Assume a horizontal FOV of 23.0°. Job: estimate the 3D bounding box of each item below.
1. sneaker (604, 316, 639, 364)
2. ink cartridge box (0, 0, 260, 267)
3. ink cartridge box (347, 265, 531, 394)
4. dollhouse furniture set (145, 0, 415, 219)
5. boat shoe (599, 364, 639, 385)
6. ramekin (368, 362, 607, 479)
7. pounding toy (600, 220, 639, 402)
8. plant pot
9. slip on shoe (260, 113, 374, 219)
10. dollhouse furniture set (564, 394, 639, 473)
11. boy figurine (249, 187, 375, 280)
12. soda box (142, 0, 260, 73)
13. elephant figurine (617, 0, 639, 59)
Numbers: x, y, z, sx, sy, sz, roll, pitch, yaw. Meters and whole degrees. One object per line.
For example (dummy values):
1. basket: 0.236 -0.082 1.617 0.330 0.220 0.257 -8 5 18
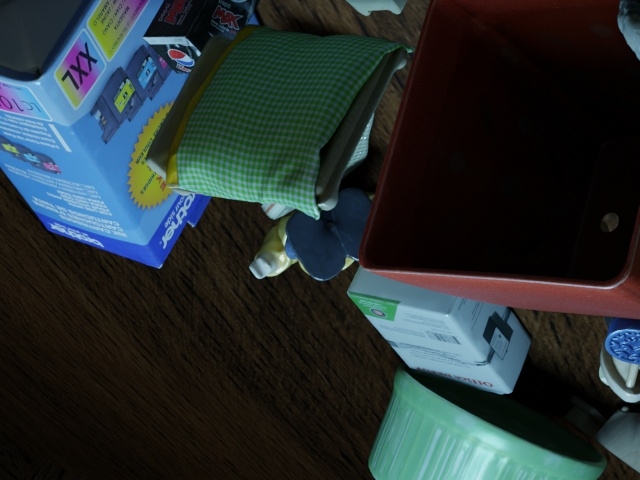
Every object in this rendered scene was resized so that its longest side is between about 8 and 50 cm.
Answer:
1. sneaker: 0.373 0.077 1.440 0.232 0.090 0.081 13 144 -5
2. ink cartridge box: -0.189 -0.161 1.507 0.151 0.270 0.395 20 158 22
3. ink cartridge box: 0.152 0.097 1.956 0.153 0.087 0.208 10 154 35
4. dollhouse furniture set: -0.041 -0.187 1.237 0.197 0.301 0.151 6 154 45
5. boat shoe: 0.404 0.168 1.904 0.133 0.049 0.042 13 -176 13
6. ramekin: 0.211 0.293 2.090 0.303 0.148 0.303 24 -175 -2
7. pounding toy: 0.361 0.066 1.518 0.269 0.154 0.155 18 140 15
8. plant pot: 0.232 -0.054 1.331 0.267 0.267 0.235 4 162 43
9. slip on shoe: -0.018 -0.111 1.673 0.101 0.123 0.331 55 165 11
10. dollhouse furniture set: 0.545 0.309 2.048 0.303 0.174 0.355 43 176 -34
11. boy figurine: 0.000 0.000 1.816 0.092 0.177 0.285 64 174 2
12. soda box: -0.085 -0.227 1.377 0.060 0.169 0.053 5 151 42
13. elephant figurine: 0.243 -0.240 1.034 0.186 0.169 0.239 -13 127 15
